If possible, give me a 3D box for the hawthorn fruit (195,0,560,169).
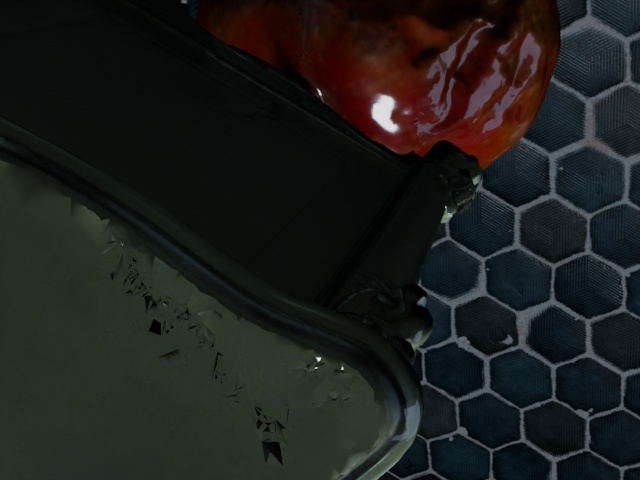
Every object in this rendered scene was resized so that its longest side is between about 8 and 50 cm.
[{"bbox_3d":[0.017,-0.119,0.771,0.271,0.242,0.242,-42,167,-41],"label":"hawthorn fruit"}]

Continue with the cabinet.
[{"bbox_3d":[-0.097,0.062,0.523,0.290,0.227,0.318,-61,177,19],"label":"cabinet"}]
